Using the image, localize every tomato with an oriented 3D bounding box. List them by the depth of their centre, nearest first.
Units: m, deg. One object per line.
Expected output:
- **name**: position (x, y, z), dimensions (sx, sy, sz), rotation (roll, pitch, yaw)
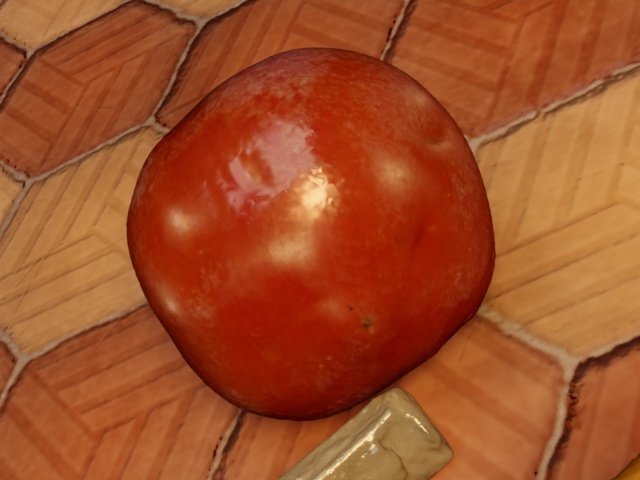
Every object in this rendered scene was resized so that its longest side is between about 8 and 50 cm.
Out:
- **tomato**: position (-0.002, -0.002, 0.732), dimensions (0.232, 0.232, 0.188), rotation (-37, 44, -2)

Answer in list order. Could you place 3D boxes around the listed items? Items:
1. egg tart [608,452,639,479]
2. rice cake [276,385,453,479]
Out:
- **egg tart**: position (0.154, 0.179, 0.483), dimensions (0.202, 0.202, 0.147), rotation (-44, 64, -10)
- **rice cake**: position (-0.034, 0.185, 0.705), dimensions (0.256, 0.052, 0.057), rotation (-39, 71, -4)
